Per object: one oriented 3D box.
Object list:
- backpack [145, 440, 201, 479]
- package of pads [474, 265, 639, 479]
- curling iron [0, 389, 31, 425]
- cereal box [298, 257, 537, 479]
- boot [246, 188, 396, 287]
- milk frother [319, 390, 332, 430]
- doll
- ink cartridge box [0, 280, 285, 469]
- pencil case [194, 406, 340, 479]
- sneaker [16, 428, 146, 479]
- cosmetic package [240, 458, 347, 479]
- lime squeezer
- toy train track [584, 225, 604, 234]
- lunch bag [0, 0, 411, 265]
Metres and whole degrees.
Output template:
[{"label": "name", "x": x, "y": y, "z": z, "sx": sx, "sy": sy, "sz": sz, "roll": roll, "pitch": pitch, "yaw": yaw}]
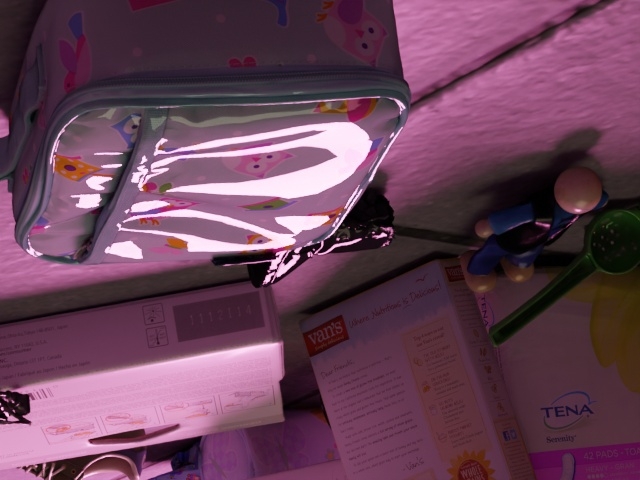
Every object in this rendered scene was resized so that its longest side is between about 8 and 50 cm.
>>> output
[{"label": "backpack", "x": -0.137, "y": 0.296, "z": 2.126, "sx": 0.173, "sy": 0.117, "sz": 0.158, "roll": -8, "pitch": 162, "yaw": -13}, {"label": "package of pads", "x": 0.276, "y": 0.135, "z": 1.726, "sx": 0.296, "sy": 0.229, "sz": 0.101, "roll": -3, "pitch": 166, "yaw": -26}, {"label": "curling iron", "x": -0.300, "y": 0.185, "z": 1.633, "sx": 0.068, "sy": 0.035, "sz": 0.274, "roll": -4, "pitch": 159, "yaw": -17}, {"label": "cereal box", "x": 0.087, "y": 0.154, "z": 1.652, "sx": 0.173, "sy": 0.240, "sz": 0.047, "roll": -25, "pitch": 166, "yaw": 36}, {"label": "boot", "x": 0.000, "y": 0.000, "z": 1.462, "sx": 0.099, "sy": 0.045, "sz": 0.121, "roll": -8, "pitch": 161, "yaw": -20}, {"label": "milk frother", "x": 0.097, "y": 0.151, "z": 1.906, "sx": 0.135, "sy": 0.129, "sz": 0.143, "roll": -24, "pitch": -159, "yaw": 33}, {"label": "doll", "x": 0.181, "y": -0.015, "z": 1.515, "sx": 0.129, "sy": 0.046, "sz": 0.189, "roll": -16, "pitch": 163, "yaw": -21}, {"label": "ink cartridge box", "x": -0.182, "y": 0.127, "z": 1.685, "sx": 0.296, "sy": 0.066, "sz": 0.261, "roll": -10, "pitch": 161, "yaw": -4}, {"label": "pencil case", "x": 0.001, "y": 0.246, "z": 2.046, "sx": 0.273, "sy": 0.124, "sz": 0.113, "roll": -1, "pitch": -176, "yaw": -34}, {"label": "sneaker", "x": -0.264, "y": 0.214, "z": 1.859, "sx": 0.192, "sy": 0.086, "sz": 0.064, "roll": -4, "pitch": 160, "yaw": -20}, {"label": "cosmetic package", "x": 0.059, "y": 0.314, "z": 1.894, "sx": 0.225, "sy": 0.138, "sz": 0.224, "roll": -17, "pitch": 151, "yaw": 27}, {"label": "lime squeezer", "x": 0.277, "y": -0.009, "z": 1.539, "sx": 0.310, "sy": 0.059, "sz": 0.110, "roll": -26, "pitch": -178, "yaw": 17}, {"label": "toy train track", "x": 0.274, "y": -0.014, "z": 1.626, "sx": 0.083, "sy": 0.014, "sz": 0.048, "roll": -12, "pitch": 161, "yaw": 2}, {"label": "lunch bag", "x": -0.080, "y": -0.066, "z": 1.117, "sx": 0.224, "sy": 0.108, "sz": 0.279, "roll": -6, "pitch": 161, "yaw": -17}]
